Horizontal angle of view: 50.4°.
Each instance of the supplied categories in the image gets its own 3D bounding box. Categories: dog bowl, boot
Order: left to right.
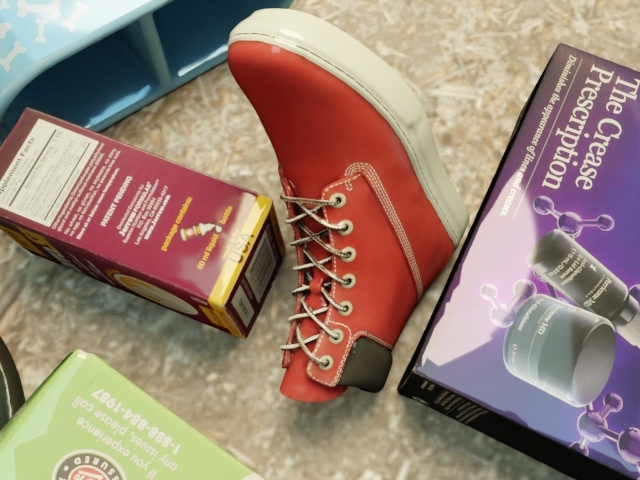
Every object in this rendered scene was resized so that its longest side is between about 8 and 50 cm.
[{"bbox_3d":[-0.142,-0.168,0.519,0.297,0.166,0.074,-32,84,-10],"label":"dog bowl"},{"bbox_3d":[0.000,0.000,0.414,0.088,0.244,0.176,15,68,41],"label":"boot"}]

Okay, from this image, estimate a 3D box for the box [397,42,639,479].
[{"bbox_3d":[0.192,0.021,0.467,0.184,0.103,0.261,25,72,8],"label":"box"}]

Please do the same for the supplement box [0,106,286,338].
[{"bbox_3d":[-0.128,-0.009,0.483,0.188,0.104,0.081,20,72,9],"label":"supplement box"}]

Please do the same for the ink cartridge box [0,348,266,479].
[{"bbox_3d":[-0.154,0.255,0.329,0.207,0.119,0.354,41,69,-12],"label":"ink cartridge box"}]

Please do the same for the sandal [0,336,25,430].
[{"bbox_3d":[-0.281,0.224,0.399,0.167,0.107,0.446,-3,69,1],"label":"sandal"}]
